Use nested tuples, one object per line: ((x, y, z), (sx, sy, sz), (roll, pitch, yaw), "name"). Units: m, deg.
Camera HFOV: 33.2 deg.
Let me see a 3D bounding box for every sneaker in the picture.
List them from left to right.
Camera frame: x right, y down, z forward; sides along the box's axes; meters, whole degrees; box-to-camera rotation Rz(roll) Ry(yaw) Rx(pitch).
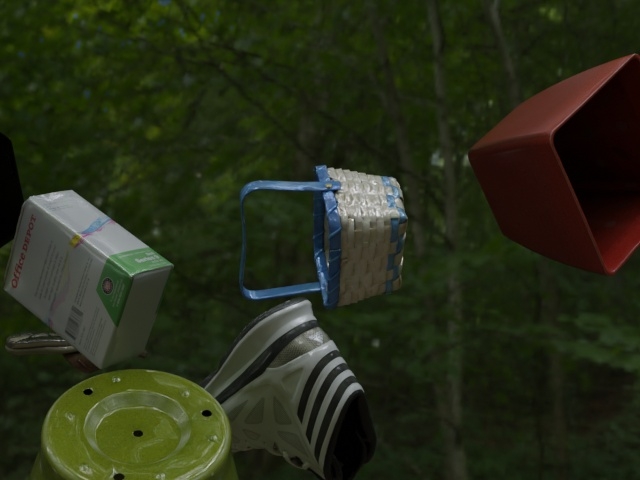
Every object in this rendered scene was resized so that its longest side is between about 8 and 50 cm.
((-0.078, 0.310, 1.666), (0.169, 0.257, 0.447), (-21, -23, -41), "sneaker")

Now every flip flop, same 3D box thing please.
((-0.488, 0.227, 2.150), (0.277, 0.080, 0.112), (1, 5, -20), "flip flop")

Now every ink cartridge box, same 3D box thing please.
((-0.322, 0.049, 1.469), (0.212, 0.154, 0.093), (32, 26, 23), "ink cartridge box")

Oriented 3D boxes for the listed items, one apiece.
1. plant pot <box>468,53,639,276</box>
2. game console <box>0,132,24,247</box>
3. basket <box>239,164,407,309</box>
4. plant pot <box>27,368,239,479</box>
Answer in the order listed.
((0.412, -0.124, 1.795), (0.236, 0.267, 0.267), (2, -54, 52), "plant pot")
((-0.553, 0.003, 1.436), (0.044, 0.361, 0.213), (35, -34, 23), "game console")
((0.000, 0.000, 1.894), (0.289, 0.201, 0.254), (-5, -48, -12), "basket")
((-0.253, 0.376, 1.436), (0.367, 0.366, 0.352), (10, -57, 3), "plant pot")
